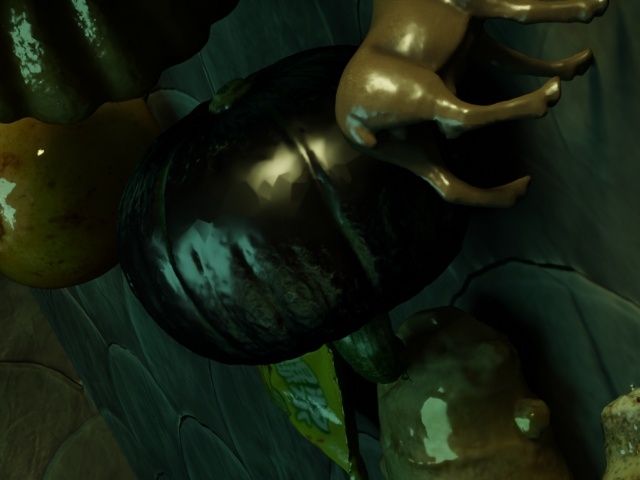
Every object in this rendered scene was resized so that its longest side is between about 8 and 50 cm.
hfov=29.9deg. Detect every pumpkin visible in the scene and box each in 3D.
[{"bbox_3d":[0.000,0.000,0.810,0.248,0.248,0.248,48,154,33],"label":"pumpkin"}]

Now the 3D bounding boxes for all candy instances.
[{"bbox_3d":[-0.023,0.126,1.222,0.297,0.081,0.187,-135,26,-61],"label":"candy"}]

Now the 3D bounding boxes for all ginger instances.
[{"bbox_3d":[0.138,0.219,0.899,0.190,0.126,0.354,-30,85,48],"label":"ginger"}]

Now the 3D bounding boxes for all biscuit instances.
[{"bbox_3d":[-0.211,-0.243,0.884,0.326,0.325,0.107,57,157,14],"label":"biscuit"}]

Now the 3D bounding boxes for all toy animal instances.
[{"bbox_3d":[0.060,-0.138,0.652,0.186,0.214,0.094,22,155,13],"label":"toy animal"}]

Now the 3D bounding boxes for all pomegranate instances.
[{"bbox_3d":[-0.298,-0.083,1.370,0.264,0.264,0.264,48,154,33],"label":"pomegranate"}]

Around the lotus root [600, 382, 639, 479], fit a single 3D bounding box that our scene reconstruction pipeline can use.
[{"bbox_3d":[0.239,0.246,0.656,0.350,0.175,0.175,61,158,13],"label":"lotus root"}]
